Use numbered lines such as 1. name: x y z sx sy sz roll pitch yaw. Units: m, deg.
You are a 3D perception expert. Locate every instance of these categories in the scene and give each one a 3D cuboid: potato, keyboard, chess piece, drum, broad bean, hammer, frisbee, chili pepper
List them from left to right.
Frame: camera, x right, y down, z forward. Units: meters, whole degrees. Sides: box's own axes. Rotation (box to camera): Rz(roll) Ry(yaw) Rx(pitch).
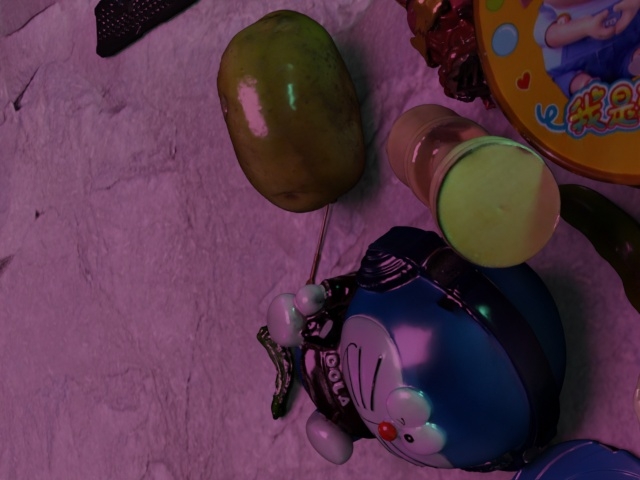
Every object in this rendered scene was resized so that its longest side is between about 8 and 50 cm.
1. keyboard: -0.253 -0.355 2.069 0.262 0.016 0.106 -22 67 43
2. chili pepper: -0.047 0.161 1.745 0.055 0.035 0.118 -22 77 56
3. potato: -0.035 -0.153 1.674 0.148 0.197 0.228 -17 104 49
4. hammer: 0.000 0.000 1.737 0.029 0.014 0.123 22 102 56
5. chess piece: 0.131 -0.077 1.430 0.397 0.117 0.117 -120 48 -74
6. frisbee: 0.253 0.316 1.385 0.242 0.045 0.242 -12 73 47
7. broad bean: 0.297 0.010 1.389 0.254 0.046 0.065 54 128 40
8. drum: 0.359 -0.234 1.246 0.431 0.214 0.431 -10 76 45

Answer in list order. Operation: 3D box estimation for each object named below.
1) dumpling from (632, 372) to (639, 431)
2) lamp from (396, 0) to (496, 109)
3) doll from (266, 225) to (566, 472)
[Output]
1. dumpling: 0.363 0.110 1.244 0.179 0.131 0.252 5 82 55
2. lamp: 0.139 -0.267 1.568 0.118 0.118 0.253 -48 48 30
3. doll: 0.109 0.116 1.444 0.284 0.240 0.310 58 153 -14
